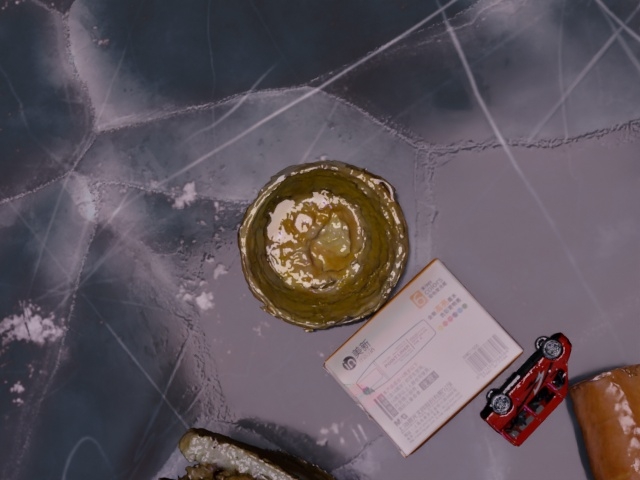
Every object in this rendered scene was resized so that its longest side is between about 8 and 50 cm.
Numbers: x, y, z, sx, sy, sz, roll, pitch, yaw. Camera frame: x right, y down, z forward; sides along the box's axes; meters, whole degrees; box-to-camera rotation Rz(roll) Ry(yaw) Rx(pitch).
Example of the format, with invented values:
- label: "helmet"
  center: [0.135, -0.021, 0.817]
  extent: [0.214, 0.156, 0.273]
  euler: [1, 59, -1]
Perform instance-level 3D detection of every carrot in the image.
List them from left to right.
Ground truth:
- label: "carrot"
  center: [0.503, 0.337, 1.595]
  extent: [0.196, 0.196, 0.254]
  euler: [-22, 69, 6]

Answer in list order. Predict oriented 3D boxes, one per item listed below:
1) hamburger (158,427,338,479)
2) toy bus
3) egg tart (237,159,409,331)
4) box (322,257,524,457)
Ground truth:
- label: "hamburger"
  center: [-0.098, 0.434, 1.611]
  extent: [0.318, 0.277, 0.195]
  euler: [23, 82, 16]
- label: "toy bus"
  center: [0.354, 0.243, 1.663]
  extent: [0.089, 0.081, 0.195]
  euler: [42, 91, 2]
- label: "egg tart"
  center: [0.000, 0.000, 1.730]
  extent: [0.315, 0.120, 0.315]
  euler: [-1, 83, 8]
- label: "box"
  center: [0.172, 0.197, 1.690]
  extent: [0.274, 0.091, 0.221]
  euler: [-41, 77, 2]
